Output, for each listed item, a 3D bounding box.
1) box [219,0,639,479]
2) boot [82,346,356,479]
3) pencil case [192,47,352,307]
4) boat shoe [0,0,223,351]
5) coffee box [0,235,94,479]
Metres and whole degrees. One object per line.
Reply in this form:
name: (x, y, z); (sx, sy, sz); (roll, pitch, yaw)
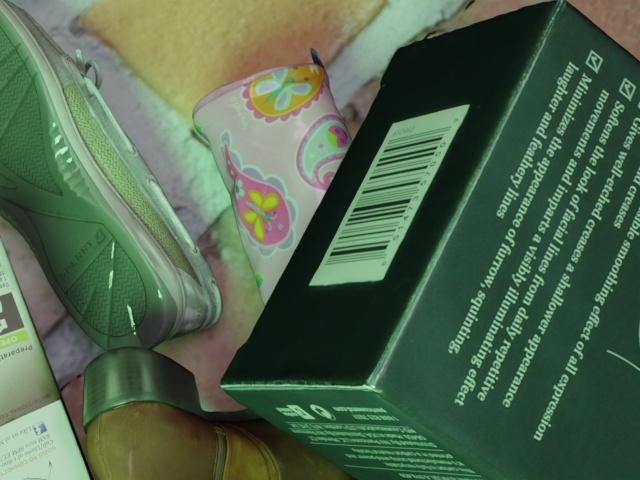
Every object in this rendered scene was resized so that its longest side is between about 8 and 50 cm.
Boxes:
box: (0.187, 0.075, 1.206); (0.395, 0.212, 0.293); (36, 70, -22)
boot: (-0.050, 0.233, 1.172); (0.096, 0.264, 0.280); (-28, 50, 21)
pencil case: (0.000, 0.000, 1.340); (0.124, 0.124, 0.284); (-20, 74, -11)
boat shoe: (-0.191, -0.056, 1.352); (0.118, 0.103, 0.320); (-44, 73, 29)
coffee box: (-0.228, 0.166, 1.236); (0.119, 0.168, 0.297); (-20, 75, -11)
